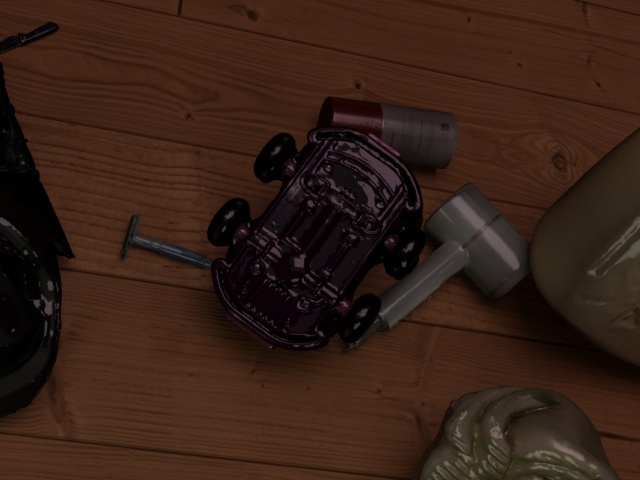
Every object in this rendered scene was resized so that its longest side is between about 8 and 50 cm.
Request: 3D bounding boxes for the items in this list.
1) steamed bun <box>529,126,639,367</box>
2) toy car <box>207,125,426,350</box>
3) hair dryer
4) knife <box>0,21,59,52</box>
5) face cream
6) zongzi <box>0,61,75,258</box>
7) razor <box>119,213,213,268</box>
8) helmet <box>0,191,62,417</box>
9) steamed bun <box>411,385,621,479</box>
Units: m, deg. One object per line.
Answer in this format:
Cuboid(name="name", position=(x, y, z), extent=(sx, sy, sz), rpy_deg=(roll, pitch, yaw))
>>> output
Cuboid(name="steamed bun", position=(0.574, -0.007, 1.636), extent=(0.456, 0.371, 0.289), rpy_deg=(23, 39, -26))
Cuboid(name="toy car", position=(0.000, 0.000, 1.561), extent=(0.271, 0.240, 0.340), rpy_deg=(37, 86, 5))
Cuboid(name="hair dryer", position=(0.166, 0.074, 1.648), extent=(0.357, 0.107, 0.173), rpy_deg=(-37, 79, -22))
Cuboid(name="knife", position=(-0.488, -0.309, 1.669), extent=(0.170, 0.010, 0.023), rpy_deg=(-32, 77, -28))
Cuboid(name="face cream", position=(0.109, -0.177, 1.748), extent=(0.214, 0.096, 0.095), rpy_deg=(6, 61, -15))
Cuboid(name="zongzi", position=(-0.483, -0.134, 1.472), extent=(0.362, 0.319, 0.383), rpy_deg=(19, 76, -20))
Cuboid(name="razor", position=(-0.223, 0.013, 1.572), extent=(0.135, 0.040, 0.068), rpy_deg=(18, 59, -14))
Cuboid(name="helmet", position=(-0.447, 0.065, 1.366), extent=(0.225, 0.305, 0.177), rpy_deg=(2, 27, -12))
Cuboid(name="steamed bun", position=(0.272, 0.313, 1.443), extent=(0.268, 0.280, 0.207), rpy_deg=(22, 30, 5))
